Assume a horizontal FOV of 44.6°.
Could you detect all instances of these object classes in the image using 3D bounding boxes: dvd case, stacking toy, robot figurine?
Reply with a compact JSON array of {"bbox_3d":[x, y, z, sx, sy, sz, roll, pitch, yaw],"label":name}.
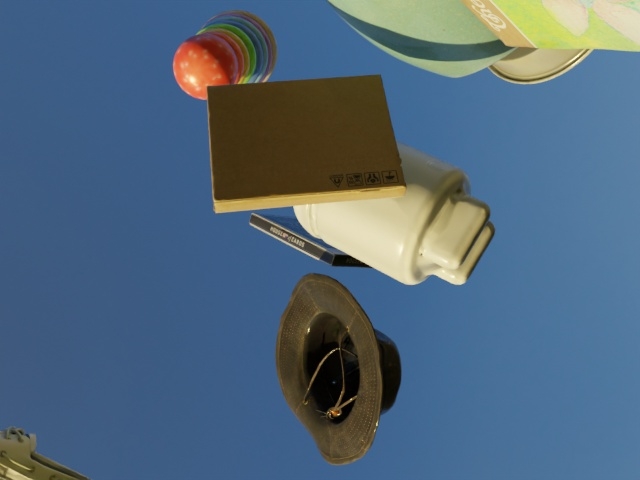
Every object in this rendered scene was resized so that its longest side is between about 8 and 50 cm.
[{"bbox_3d":[0.000,0.000,1.539,0.179,0.239,0.029,4,-72,-48],"label":"dvd case"},{"bbox_3d":[-0.150,-0.273,1.196,0.141,0.330,0.141,1,-71,3],"label":"stacking toy"},{"bbox_3d":[0.099,-0.061,1.252,0.199,0.353,0.300,-56,-26,-13],"label":"robot figurine"}]

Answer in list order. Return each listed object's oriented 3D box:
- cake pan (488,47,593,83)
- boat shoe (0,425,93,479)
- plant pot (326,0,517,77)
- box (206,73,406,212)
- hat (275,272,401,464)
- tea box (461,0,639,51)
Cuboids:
[{"bbox_3d":[0.299,-0.368,1.086,0.054,0.293,0.293,7,-95,-33],"label":"cake pan"},{"bbox_3d":[-0.366,0.254,0.916,0.076,0.083,0.226,-52,-58,-14],"label":"boat shoe"},{"bbox_3d":[0.163,-0.315,0.941,0.290,0.290,0.195,-47,-68,-28],"label":"plant pot"},{"bbox_3d":[-0.020,-0.110,0.846,0.201,0.021,0.164,-5,-122,-5],"label":"box"},{"bbox_3d":[0.054,0.209,1.347,0.134,0.331,0.331,-4,-89,-31],"label":"hat"},{"bbox_3d":[0.138,-0.261,0.326,0.329,0.323,0.220,35,-92,-29],"label":"tea box"}]
